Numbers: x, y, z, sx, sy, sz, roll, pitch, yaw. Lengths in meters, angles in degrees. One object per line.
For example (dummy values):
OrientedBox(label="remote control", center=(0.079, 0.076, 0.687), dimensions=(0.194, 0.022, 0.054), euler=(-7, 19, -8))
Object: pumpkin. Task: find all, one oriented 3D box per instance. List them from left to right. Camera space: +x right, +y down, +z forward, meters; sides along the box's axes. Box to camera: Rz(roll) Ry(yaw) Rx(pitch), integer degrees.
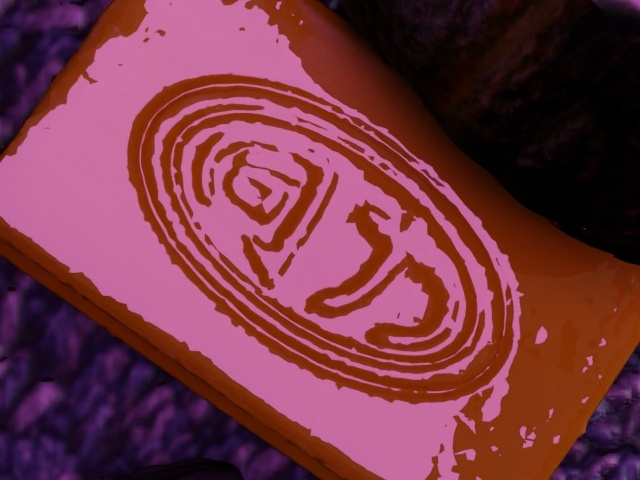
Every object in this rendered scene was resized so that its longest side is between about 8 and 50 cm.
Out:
OrientedBox(label="pumpkin", center=(0.153, -0.132, 0.668), dimensions=(0.320, 0.192, 0.320), euler=(21, 43, -22))

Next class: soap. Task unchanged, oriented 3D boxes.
OrientedBox(label="soap", center=(-0.001, 0.000, 0.715), dimensions=(0.324, 0.096, 0.204), euler=(35, 81, -9))

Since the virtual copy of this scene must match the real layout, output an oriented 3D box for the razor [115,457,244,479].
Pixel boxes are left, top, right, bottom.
OrientedBox(label="razor", center=(-0.066, 0.187, 0.712), dimensions=(0.090, 0.054, 0.148), euler=(-14, 90, -13))
